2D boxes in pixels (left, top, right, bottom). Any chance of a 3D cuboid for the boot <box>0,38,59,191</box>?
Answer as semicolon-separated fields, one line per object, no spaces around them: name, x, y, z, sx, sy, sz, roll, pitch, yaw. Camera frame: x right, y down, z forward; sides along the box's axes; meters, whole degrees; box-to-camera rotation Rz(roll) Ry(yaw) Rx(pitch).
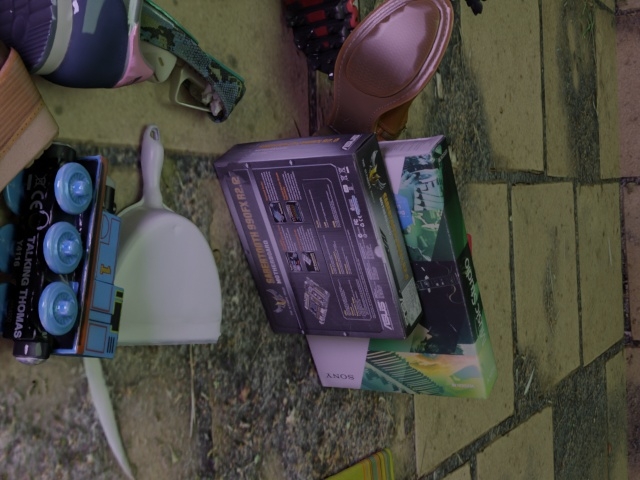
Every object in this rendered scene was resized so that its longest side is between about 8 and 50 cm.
boot;-0.312;-0.082;0.576;0.207;0.090;0.248;52;47;-28

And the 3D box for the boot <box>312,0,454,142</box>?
boot;0.093;-0.193;1.081;0.284;0.109;0.220;-64;169;26

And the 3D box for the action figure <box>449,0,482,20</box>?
action figure;0.274;-0.501;1.468;0.276;0.141;0.164;-49;143;-13

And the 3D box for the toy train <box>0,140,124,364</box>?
toy train;-0.214;0.013;0.716;0.105;0.080;0.184;30;62;-64

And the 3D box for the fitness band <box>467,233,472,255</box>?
fitness band;0.179;0.070;1.375;0.209;0.054;0.291;-4;92;-56

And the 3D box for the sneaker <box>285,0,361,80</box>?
sneaker;0.007;-0.342;1.057;0.135;0.097;0.276;-43;124;-47

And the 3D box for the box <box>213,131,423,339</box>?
box;0.000;0.000;0.958;0.056;0.183;0.231;-46;127;-47

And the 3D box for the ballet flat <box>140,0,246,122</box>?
ballet flat;-0.142;-0.173;0.851;0.188;0.070;0.070;32;62;-50

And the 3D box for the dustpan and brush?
dustpan and brush;-0.159;-0.008;0.832;0.147;0.060;0.211;5;91;-45

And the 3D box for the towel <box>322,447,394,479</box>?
towel;0.039;0.359;1.167;0.237;0.021;0.102;-3;86;-57

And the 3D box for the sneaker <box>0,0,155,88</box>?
sneaker;-0.187;-0.285;0.728;0.131;0.112;0.319;8;90;-48

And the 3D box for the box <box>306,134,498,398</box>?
box;0.067;0.040;1.018;0.058;0.232;0.322;-48;128;-48
